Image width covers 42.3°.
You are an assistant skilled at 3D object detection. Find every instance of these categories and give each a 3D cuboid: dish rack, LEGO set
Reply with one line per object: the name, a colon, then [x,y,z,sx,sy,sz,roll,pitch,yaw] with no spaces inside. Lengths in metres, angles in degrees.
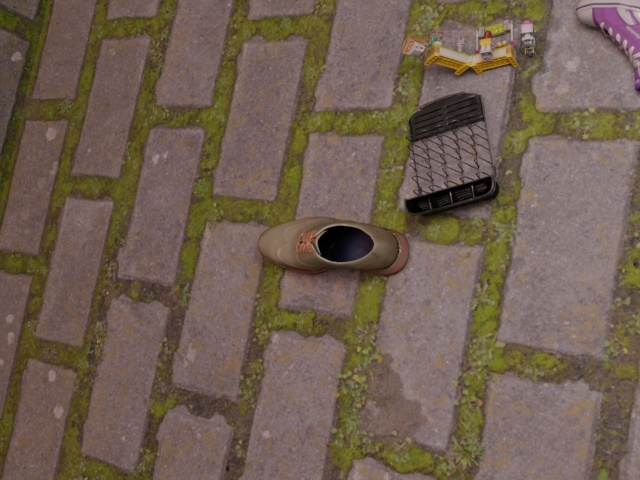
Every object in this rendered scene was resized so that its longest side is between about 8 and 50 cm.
dish rack: [0.278,-0.194,1.811,0.208,0.074,0.271,-15,71,29]
LEGO set: [0.323,-0.438,1.804,0.287,0.132,0.107,0,72,11]

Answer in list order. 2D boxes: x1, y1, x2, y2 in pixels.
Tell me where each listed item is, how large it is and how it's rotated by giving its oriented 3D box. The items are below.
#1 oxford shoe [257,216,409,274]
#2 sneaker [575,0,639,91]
oxford shoe: [0.000,0.000,1.900,0.397,0.146,0.140,-1,79,33]
sneaker: [0.613,-0.383,1.623,0.282,0.102,0.161,26,96,35]
